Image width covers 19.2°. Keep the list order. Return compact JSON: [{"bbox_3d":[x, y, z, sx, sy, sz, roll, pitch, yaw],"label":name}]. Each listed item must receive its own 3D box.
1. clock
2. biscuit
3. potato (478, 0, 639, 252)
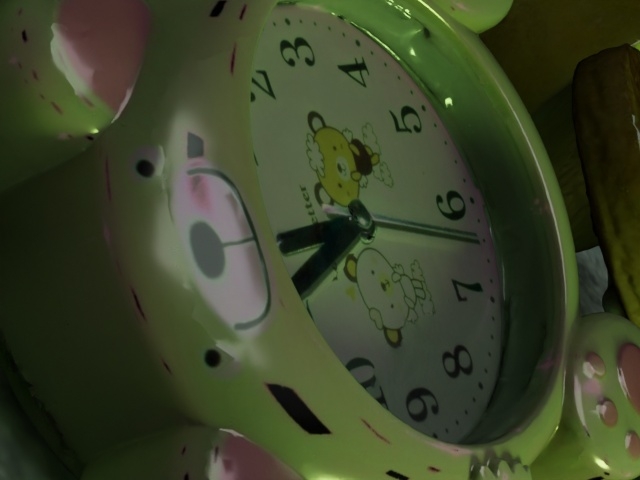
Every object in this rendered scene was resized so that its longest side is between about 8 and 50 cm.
[{"bbox_3d":[0.000,0.000,0.755,0.309,0.114,0.284,-16,86,-54],"label":"clock"},{"bbox_3d":[0.201,0.081,1.000,0.283,0.064,0.432,-85,152,-49],"label":"biscuit"},{"bbox_3d":[0.130,-0.101,1.067,0.203,0.178,0.158,-9,52,-34],"label":"potato"}]
